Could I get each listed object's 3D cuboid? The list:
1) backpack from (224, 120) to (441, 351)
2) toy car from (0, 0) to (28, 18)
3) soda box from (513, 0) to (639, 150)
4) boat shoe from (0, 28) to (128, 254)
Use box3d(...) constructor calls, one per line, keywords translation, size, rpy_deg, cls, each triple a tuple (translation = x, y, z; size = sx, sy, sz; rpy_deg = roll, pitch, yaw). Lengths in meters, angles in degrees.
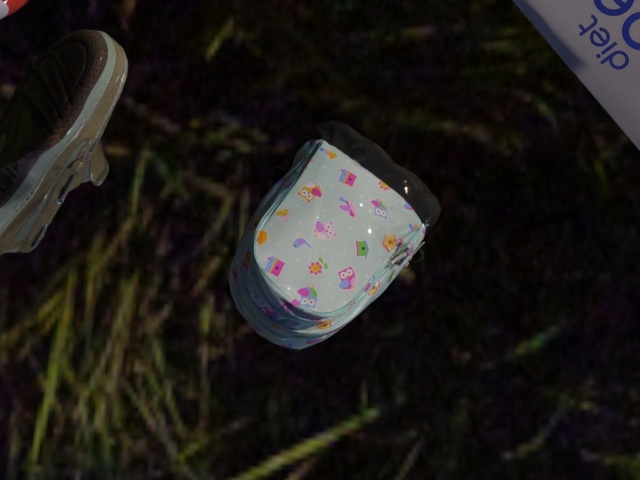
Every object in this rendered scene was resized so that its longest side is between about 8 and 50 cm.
box3d(translation=(0.000, 0.000, 1.532), size=(0.152, 0.182, 0.115), rpy_deg=(36, 157, 5), cls="backpack")
box3d(translation=(-0.336, -0.263, 1.529), size=(0.219, 0.238, 0.210), rpy_deg=(-11, 109, 21), cls="toy car")
box3d(translation=(0.169, -0.134, 0.983), size=(0.091, 0.098, 0.286), rpy_deg=(-37, 102, 25), cls="soda box")
box3d(translation=(-0.165, -0.059, 1.163), size=(0.072, 0.068, 0.190), rpy_deg=(15, 136, -34), cls="boat shoe")
